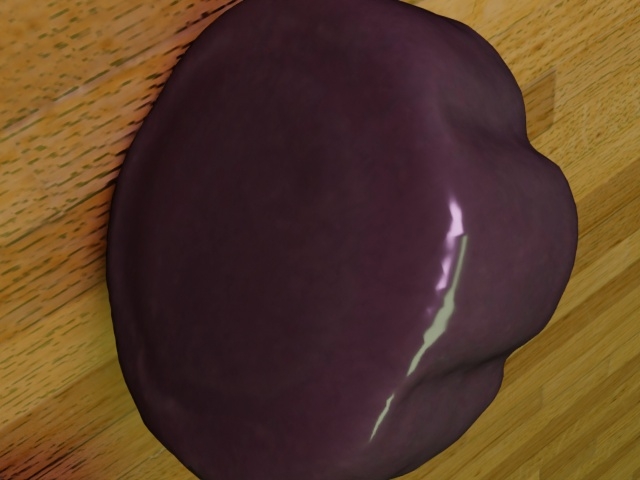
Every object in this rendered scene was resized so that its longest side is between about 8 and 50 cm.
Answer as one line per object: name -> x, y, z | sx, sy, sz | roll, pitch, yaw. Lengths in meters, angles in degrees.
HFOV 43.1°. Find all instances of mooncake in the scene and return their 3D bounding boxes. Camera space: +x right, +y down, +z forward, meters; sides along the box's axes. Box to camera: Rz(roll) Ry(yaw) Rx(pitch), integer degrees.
mooncake -> 0.000, 0.000, 0.405 | 0.133, 0.245, 0.245 | 1, 124, -46
